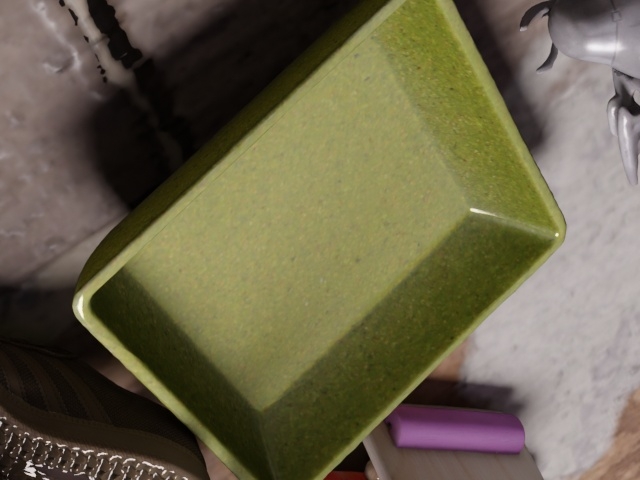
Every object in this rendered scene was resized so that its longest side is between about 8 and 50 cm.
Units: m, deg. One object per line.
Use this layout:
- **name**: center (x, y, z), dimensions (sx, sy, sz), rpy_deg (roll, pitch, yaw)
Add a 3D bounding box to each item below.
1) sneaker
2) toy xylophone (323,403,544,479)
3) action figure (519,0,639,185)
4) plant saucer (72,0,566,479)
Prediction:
- **sneaker**: center (-0.133, 0.069, 0.648), dimensions (0.188, 0.071, 0.066), rpy_deg (28, 106, -22)
- **toy xylophone**: center (-0.008, 0.223, 0.841), dimensions (0.236, 0.081, 0.323), rpy_deg (18, 113, -45)
- **action figure**: center (0.211, -0.125, 0.699), dimensions (0.285, 0.099, 0.185), rpy_deg (-18, 141, -16)
- **plant saucer**: center (0.000, 0.000, 0.676), dimensions (0.188, 0.045, 0.188), rpy_deg (-44, 138, -7)
